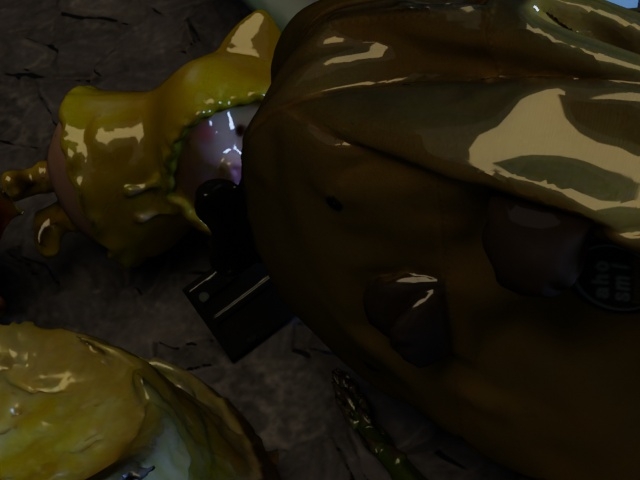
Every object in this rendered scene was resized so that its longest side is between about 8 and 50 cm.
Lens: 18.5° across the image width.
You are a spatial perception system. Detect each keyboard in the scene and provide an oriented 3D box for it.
[{"bbox_3d":[0.000,0.000,1.387,0.202,0.067,0.011,-37,15,-10],"label":"keyboard"}]

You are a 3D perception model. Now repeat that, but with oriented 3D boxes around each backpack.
[{"bbox_3d":[0.120,0.004,1.175,0.378,0.353,0.201,12,46,26],"label":"backpack"}]

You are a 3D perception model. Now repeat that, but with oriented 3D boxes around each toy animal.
[{"bbox_3d":[-0.110,-0.058,1.407,0.230,0.156,0.156,-18,51,8],"label":"toy animal"}]

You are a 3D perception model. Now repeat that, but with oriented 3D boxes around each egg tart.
[{"bbox_3d":[-0.191,0.152,1.233,0.345,0.132,0.345,-1,35,0],"label":"egg tart"}]

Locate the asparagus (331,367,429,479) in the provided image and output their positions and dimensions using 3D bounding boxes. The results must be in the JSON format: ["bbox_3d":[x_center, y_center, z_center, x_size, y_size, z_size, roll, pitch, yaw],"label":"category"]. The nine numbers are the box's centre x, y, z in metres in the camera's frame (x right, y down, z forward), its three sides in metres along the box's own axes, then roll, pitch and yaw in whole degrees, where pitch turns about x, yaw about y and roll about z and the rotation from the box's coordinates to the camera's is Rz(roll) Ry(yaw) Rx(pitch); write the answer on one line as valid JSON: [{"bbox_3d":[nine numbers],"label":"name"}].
[{"bbox_3d":[0.072,0.166,1.260,0.025,0.024,0.248,-2,37,-40],"label":"asparagus"}]

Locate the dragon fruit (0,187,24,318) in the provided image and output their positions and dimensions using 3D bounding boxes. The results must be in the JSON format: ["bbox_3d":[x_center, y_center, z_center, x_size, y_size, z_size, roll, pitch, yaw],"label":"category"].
[{"bbox_3d":[-0.333,0.012,1.392,0.227,0.224,0.224,-44,53,-2],"label":"dragon fruit"}]

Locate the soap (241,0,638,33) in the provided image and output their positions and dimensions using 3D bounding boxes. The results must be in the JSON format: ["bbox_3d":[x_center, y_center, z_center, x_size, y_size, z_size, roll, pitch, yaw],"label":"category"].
[{"bbox_3d":[0.054,-0.258,1.455,0.261,0.156,0.446,-21,46,-24],"label":"soap"}]
